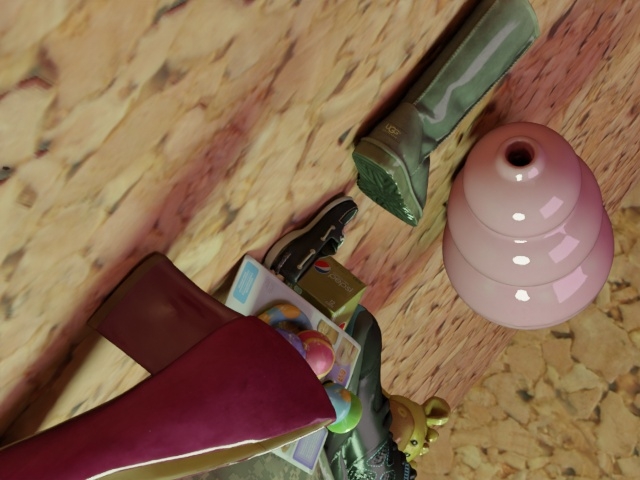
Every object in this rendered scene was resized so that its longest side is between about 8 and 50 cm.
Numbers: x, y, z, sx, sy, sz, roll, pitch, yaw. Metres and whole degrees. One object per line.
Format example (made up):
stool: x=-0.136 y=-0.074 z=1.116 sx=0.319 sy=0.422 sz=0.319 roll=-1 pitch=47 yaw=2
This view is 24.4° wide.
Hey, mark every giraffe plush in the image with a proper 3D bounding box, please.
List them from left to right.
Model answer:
giraffe plush: x=0.048 y=0.208 z=1.743 sx=0.181 sy=0.170 sz=0.210 roll=-58 pitch=164 yaw=25

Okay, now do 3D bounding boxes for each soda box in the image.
soda box: x=-0.019 y=0.096 z=1.487 sx=0.058 sy=0.061 sz=0.181 roll=-39 pitch=161 yaw=-41

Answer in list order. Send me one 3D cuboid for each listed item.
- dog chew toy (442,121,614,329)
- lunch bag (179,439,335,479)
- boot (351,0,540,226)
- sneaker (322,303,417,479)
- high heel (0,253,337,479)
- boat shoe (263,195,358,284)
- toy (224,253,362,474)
dog chew toy: x=0.236 y=-0.027 z=1.711 sx=0.206 sy=0.207 sz=0.332 roll=-48 pitch=157 yaw=-12
lunch bag: x=-0.106 y=0.272 z=1.431 sx=0.235 sy=0.169 sz=0.287 roll=-42 pitch=137 yaw=-39
boot: x=0.119 y=-0.124 z=1.373 sx=0.208 sy=0.076 sz=0.189 roll=-55 pitch=168 yaw=-11
sneaker: x=0.033 y=0.226 z=1.630 sx=0.140 sy=0.125 sz=0.340 roll=-2 pitch=109 yaw=-30
high heel: x=-0.164 y=0.203 z=1.079 sx=0.377 sy=0.181 sz=0.127 roll=-53 pitch=165 yaw=7
boat shoe: x=0.000 y=0.000 z=1.356 sx=0.125 sy=0.038 sz=0.046 roll=-35 pitch=159 yaw=-45
toy: x=-0.020 y=0.122 z=1.338 sx=0.237 sy=0.056 sz=0.136 roll=44 pitch=64 yaw=-56
